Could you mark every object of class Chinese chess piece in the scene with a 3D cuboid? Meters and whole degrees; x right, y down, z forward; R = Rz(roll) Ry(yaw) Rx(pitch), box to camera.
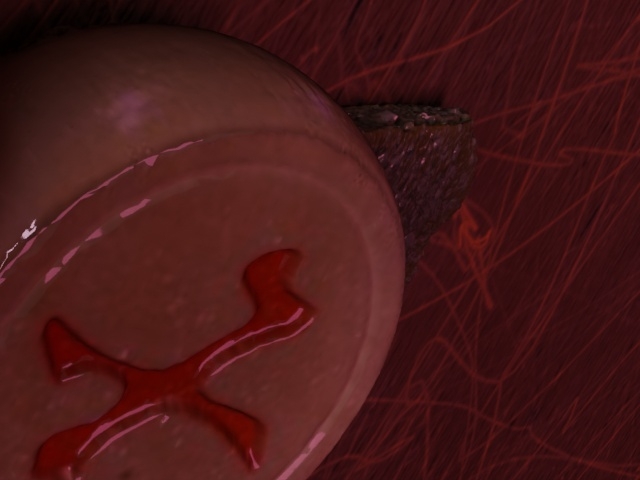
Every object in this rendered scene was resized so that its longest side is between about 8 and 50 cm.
[{"bbox_3d":[-0.112,0.040,1.082,0.338,0.140,0.338,-22,134,-25],"label":"Chinese chess piece"}]

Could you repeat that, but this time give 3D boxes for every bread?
[{"bbox_3d":[0.000,0.000,1.313,0.286,0.056,0.207,-10,127,-46],"label":"bread"}]
